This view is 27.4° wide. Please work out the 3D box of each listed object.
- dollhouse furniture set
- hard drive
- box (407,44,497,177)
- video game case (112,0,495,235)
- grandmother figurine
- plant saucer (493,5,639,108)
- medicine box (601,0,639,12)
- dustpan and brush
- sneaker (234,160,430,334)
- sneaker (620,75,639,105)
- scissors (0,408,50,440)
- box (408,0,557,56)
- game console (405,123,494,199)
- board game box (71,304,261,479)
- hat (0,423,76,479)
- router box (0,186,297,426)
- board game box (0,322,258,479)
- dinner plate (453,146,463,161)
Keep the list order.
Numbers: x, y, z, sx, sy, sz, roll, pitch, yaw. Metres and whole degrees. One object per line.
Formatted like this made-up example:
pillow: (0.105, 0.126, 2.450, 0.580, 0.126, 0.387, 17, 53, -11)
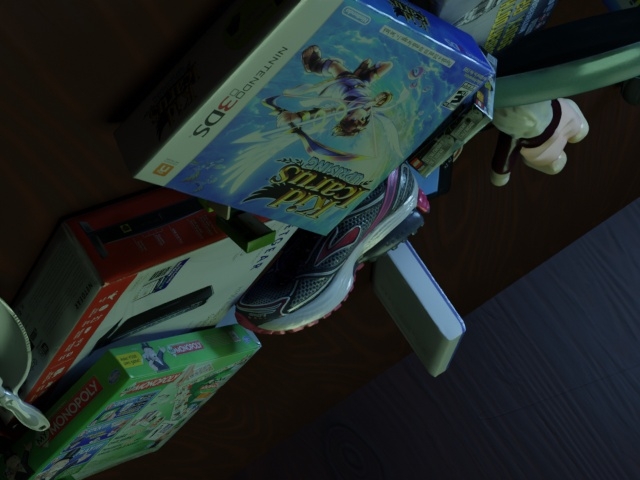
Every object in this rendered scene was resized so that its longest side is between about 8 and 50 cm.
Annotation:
dollhouse furniture set: (-0.074, -0.065, 1.300, 0.076, 0.058, 0.151, -23, 135, -36)
hard drive: (0.160, 0.109, 2.228, 0.040, 0.210, 0.318, -32, 166, -8)
box: (0.133, -0.130, 1.310, 0.094, 0.027, 0.137, -42, -163, 29)
video game case: (-0.009, -0.123, 1.188, 0.244, 0.061, 0.269, -43, 145, 25)
grandmother figurine: (0.304, -0.170, 1.882, 0.207, 0.104, 0.342, -63, 161, 1)
plant saucer: (0.282, -0.205, 1.468, 0.318, 0.043, 0.317, -15, -166, 4)
medicine box: (0.510, -0.370, 1.553, 0.263, 0.149, 0.289, -30, 165, -18)
dustpan and brush: (-0.345, 0.144, 1.364, 0.147, 0.060, 0.211, -34, 148, 1)
sneaker: (0.000, 0.000, 1.649, 0.299, 0.121, 0.112, -45, 125, -19)
sneaker: (0.582, -0.283, 2.109, 0.101, 0.106, 0.267, -27, 166, -34)
scissors: (-0.431, 0.230, 1.602, 0.297, 0.021, 0.109, -19, -148, 21)
box: (0.165, -0.247, 1.312, 0.183, 0.056, 0.231, -31, 165, -15)
game console: (0.156, -0.096, 1.762, 0.144, 0.085, 0.124, -18, 121, -40)
board game box: (-0.258, 0.225, 1.898, 0.224, 0.097, 0.303, -15, 155, -51)
hat: (-0.387, 0.227, 1.761, 0.209, 0.183, 0.173, 7, 157, 3)
router box: (-0.199, 0.053, 1.477, 0.301, 0.082, 0.335, -23, 162, -40)
board game box: (-0.225, 0.197, 1.590, 0.213, 0.046, 0.317, -45, 165, 18)
dinner plate: (0.143, -0.102, 1.886, 0.141, 0.017, 0.141, -33, 167, -9)
